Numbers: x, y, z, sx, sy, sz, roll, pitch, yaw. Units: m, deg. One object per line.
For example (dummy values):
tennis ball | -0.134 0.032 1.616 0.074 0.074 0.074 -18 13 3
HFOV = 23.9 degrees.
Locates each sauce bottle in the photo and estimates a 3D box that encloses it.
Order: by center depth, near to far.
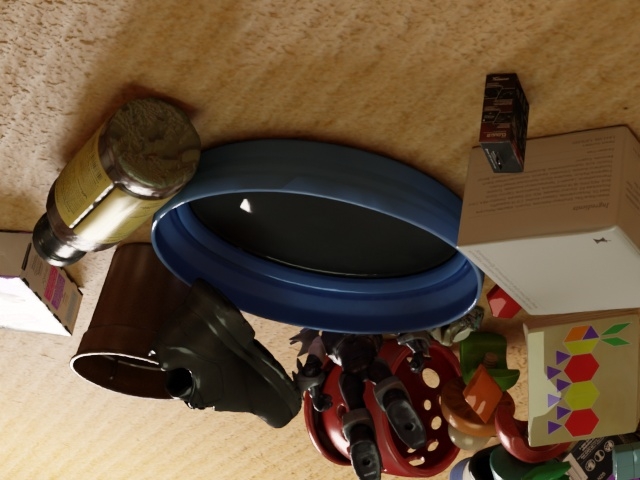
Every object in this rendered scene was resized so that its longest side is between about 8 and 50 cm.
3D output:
sauce bottle | -0.245 -0.053 1.706 0.111 0.111 0.344 21 155 -22

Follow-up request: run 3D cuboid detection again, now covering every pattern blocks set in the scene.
pattern blocks set | 0.312 0.156 1.804 0.285 0.026 0.325 0 116 -8

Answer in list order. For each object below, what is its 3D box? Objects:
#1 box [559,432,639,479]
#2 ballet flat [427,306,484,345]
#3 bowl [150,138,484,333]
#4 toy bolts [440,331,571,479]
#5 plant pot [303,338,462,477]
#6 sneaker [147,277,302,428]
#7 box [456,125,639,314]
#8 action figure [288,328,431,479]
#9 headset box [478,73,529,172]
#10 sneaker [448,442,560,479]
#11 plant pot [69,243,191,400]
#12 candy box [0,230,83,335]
box | 0.488 0.409 2.301 0.270 0.143 0.165 30 108 -35
ballet flat | 0.172 0.118 1.994 0.041 0.041 0.114 22 153 -24
bowl | 0.000 0.000 1.763 0.391 0.077 0.391 9 156 4
toy bolts | 0.274 0.253 1.983 0.218 0.228 0.158 4 122 -8
plant pot | 0.087 0.228 2.103 0.174 0.191 0.191 -1 155 45
sneaker | -0.123 0.163 1.879 0.109 0.130 0.286 38 169 43
box | 0.265 -0.015 1.571 0.182 0.119 0.181 -7 150 33
action figure | 0.054 0.172 1.920 0.185 0.285 0.099 -29 123 9
headset box | 0.176 -0.108 1.447 0.032 0.083 0.062 0 154 22
sneaker | 0.366 0.399 2.424 0.315 0.127 0.182 11 158 4
plant pot | -0.225 0.103 1.969 0.167 0.165 0.167 9 156 4
candy box | -0.438 0.057 2.070 0.165 0.070 0.196 3 154 16
